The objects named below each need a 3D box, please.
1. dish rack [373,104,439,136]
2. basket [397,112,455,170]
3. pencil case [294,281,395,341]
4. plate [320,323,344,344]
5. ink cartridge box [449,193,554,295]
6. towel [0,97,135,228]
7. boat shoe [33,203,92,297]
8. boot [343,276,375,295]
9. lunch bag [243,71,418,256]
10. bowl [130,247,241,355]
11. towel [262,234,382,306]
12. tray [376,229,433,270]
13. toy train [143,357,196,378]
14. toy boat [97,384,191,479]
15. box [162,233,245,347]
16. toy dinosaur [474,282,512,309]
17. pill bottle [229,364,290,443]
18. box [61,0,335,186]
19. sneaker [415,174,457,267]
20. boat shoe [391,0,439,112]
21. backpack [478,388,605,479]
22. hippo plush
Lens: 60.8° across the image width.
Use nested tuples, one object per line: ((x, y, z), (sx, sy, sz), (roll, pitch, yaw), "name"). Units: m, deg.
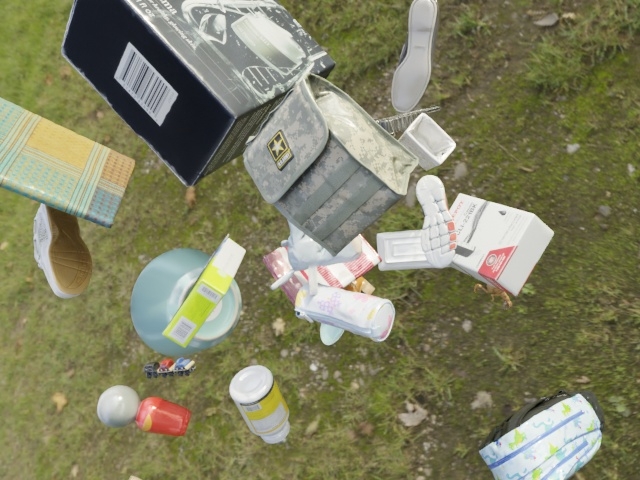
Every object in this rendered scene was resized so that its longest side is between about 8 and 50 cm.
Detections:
((0.307, -0.445, 2.052), (0.208, 0.271, 0.074), (-155, 48, -68), "dish rack")
((0.365, -0.338, 1.903), (0.113, 0.167, 0.103), (-49, 4, -21), "basket")
((0.062, 0.188, 1.474), (0.273, 0.124, 0.113), (10, 108, 34), "pencil case")
((0.061, 0.334, 2.205), (0.188, 0.024, 0.188), (-41, 36, 39), "plate")
((0.452, 0.003, 1.489), (0.197, 0.114, 0.273), (-59, 33, -2), "ink cartridge box")
((-0.570, -0.168, 1.082), (0.040, 0.370, 0.271), (-53, 25, 27), "towel")
((-0.583, 0.028, 1.211), (0.096, 0.098, 0.277), (-42, 52, 20), "boat shoe")
((0.084, 0.193, 1.935), (0.152, 0.197, 0.073), (35, 145, 10), "boot")
((0.003, -0.148, 1.060), (0.235, 0.287, 0.169), (-42, 13, 41), "lunch bag")
((-0.343, 0.179, 1.510), (0.163, 0.311, 0.311), (2, 83, 50), "bowl")
((0.006, 0.064, 1.790), (0.329, 0.037, 0.237), (-32, 68, -17), "towel")
((0.345, 0.032, 2.010), (0.270, 0.030, 0.145), (-4, 80, 9), "tray")
((-0.310, 0.259, 1.114), (0.158, 0.027, 0.036), (-14, 106, 37), "toy train")
((-0.312, 0.389, 0.834), (0.267, 0.148, 0.318), (126, 159, -56), "toy boat")
((-0.166, 0.069, 0.811), (0.109, 0.042, 0.178), (-52, 10, 18), "box")
((0.506, 0.124, 1.625), (0.112, 0.211, 0.064), (8, 60, 54), "toy dinosaur")
((-0.133, 0.384, 1.262), (0.103, 0.103, 0.184), (19, 139, 42), "pill bottle")
((-0.302, -0.478, 1.434), (0.480, 0.472, 0.297), (46, 133, -2), "box")
((0.202, -0.030, 0.924), (0.061, 0.065, 0.158), (-8, 79, 21), "sneaker")
((0.295, -0.554, 1.643), (0.112, 0.095, 0.335), (16, 113, 17), "boat shoe")
((0.621, 0.582, 1.558), (0.290, 0.356, 0.273), (-45, 48, 38), "backpack")
((0.000, 0.000, 1.576), (0.234, 0.236, 0.294), (8, 92, 0), "hippo plush")
